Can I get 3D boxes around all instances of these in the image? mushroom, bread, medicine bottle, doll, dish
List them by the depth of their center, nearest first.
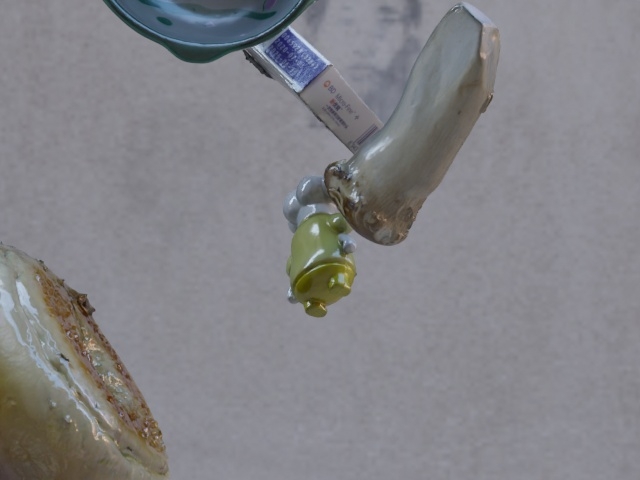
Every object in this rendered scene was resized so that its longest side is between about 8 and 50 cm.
[{"bbox_3d":[0.076,-0.090,0.974,0.071,0.084,0.209,-9,-39,-46],"label":"mushroom"},{"bbox_3d":[-0.094,-0.249,1.051,0.224,0.246,0.078,4,-14,-3],"label":"dish"},{"bbox_3d":[-0.271,0.148,1.207,0.159,0.305,0.305,-35,-5,3],"label":"bread"},{"bbox_3d":[-0.022,-0.168,1.275,0.201,0.052,0.171,47,3,39],"label":"medicine bottle"},{"bbox_3d":[0.000,0.000,1.293,0.062,0.162,0.106,25,-49,-31],"label":"doll"}]
